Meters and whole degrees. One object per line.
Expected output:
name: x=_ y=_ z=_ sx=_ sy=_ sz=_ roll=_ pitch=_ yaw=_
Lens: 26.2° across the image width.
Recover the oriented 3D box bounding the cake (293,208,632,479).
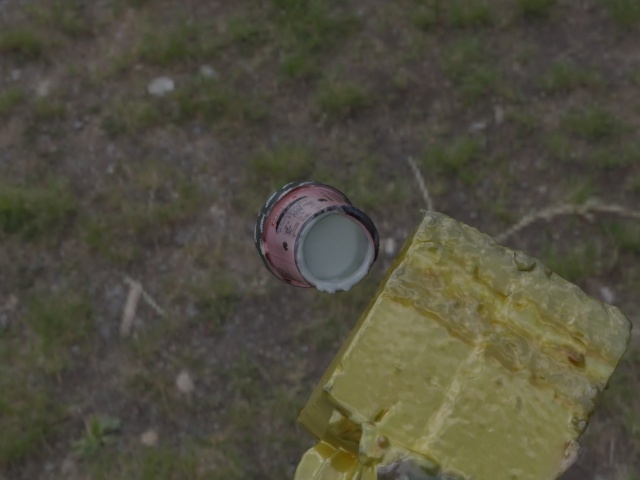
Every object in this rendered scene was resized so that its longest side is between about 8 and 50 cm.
cake: x=0.109 y=0.160 z=1.261 sx=0.222 sy=0.227 sz=0.286 roll=30 pitch=70 yaw=2

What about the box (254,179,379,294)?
box: x=0.000 y=0.000 z=1.893 sx=0.151 sy=0.151 sz=0.135 roll=-22 pitch=17 yaw=-17
